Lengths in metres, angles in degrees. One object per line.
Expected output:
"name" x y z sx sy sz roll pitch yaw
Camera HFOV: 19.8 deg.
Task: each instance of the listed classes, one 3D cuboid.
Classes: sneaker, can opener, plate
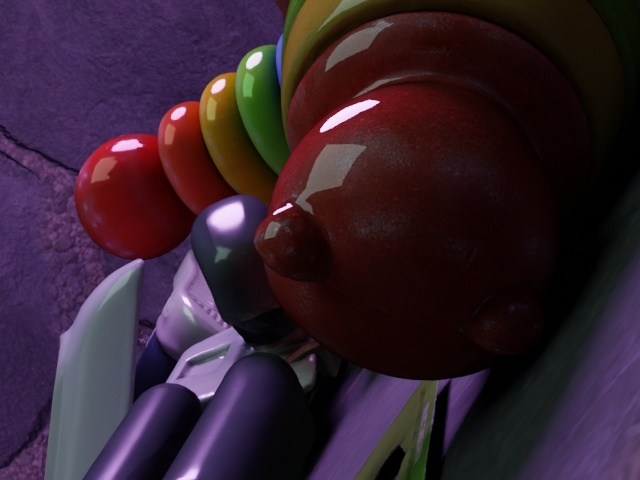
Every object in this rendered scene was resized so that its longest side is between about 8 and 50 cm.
"sneaker" -0.065 0.098 1.214 0.350 0.131 0.148 -26 -40 -81
"can opener" -0.048 0.051 0.686 0.076 0.095 0.283 -20 9 10
"plate" -0.140 0.162 1.061 0.278 0.045 0.277 134 141 -78

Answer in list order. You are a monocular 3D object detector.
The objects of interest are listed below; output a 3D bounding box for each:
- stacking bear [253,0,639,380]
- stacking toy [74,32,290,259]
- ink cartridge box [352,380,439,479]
"stacking bear" 0.051 -0.054 0.746 0.289 0.175 0.164 -72 8 -52
"stacking toy" -0.024 -0.076 1.251 0.330 0.141 0.141 -27 13 22
"ink cartridge box" -0.064 0.144 0.730 0.255 0.097 0.189 -54 2 13
